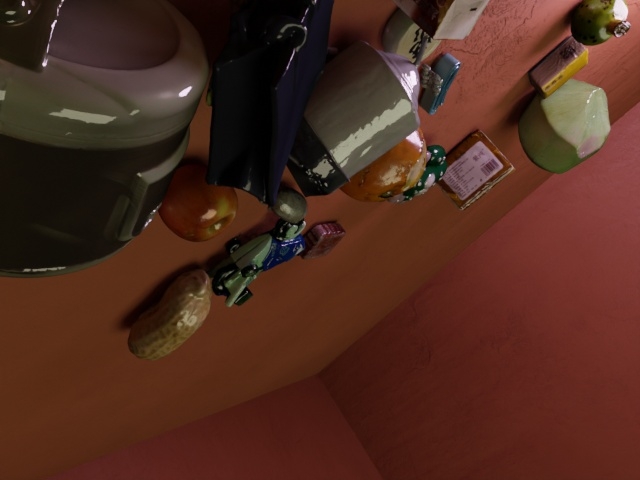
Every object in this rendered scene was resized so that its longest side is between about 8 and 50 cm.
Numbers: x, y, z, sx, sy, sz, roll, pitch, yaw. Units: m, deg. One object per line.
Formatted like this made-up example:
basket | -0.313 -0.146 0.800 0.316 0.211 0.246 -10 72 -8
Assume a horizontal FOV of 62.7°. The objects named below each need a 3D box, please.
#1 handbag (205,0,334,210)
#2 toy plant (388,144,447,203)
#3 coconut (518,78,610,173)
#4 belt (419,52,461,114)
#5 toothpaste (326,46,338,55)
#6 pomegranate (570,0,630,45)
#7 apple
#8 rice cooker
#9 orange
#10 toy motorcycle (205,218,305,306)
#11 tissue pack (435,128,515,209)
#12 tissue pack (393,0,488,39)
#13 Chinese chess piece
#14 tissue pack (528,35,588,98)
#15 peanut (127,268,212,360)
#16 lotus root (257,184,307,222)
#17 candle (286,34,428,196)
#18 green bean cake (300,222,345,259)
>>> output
handbag | -0.066 -0.247 0.739 0.329 0.122 0.303 113 -5 -65
toy plant | 0.307 -0.204 1.659 0.232 0.112 0.243 -47 162 16
coconut | 0.834 -0.399 1.781 0.328 0.281 0.328 -58 175 -8
belt | 0.286 -0.381 1.320 0.100 0.065 0.179 -37 161 -22
toothpaste | -0.004 -0.359 0.997 0.083 0.015 0.024 -12 141 -36
pomegranate | 0.762 -0.607 1.442 0.143 0.122 0.169 -53 -168 29
apple | -0.251 -0.078 1.071 0.163 0.139 0.163 -41 170 -9
rice cooker | -0.300 -0.159 0.570 0.335 0.335 0.325 -12 148 -46
orange | 0.130 -0.204 1.241 0.240 0.240 0.240 -30 159 -13
toy motorcycle | -0.165 0.044 1.487 0.331 0.125 0.196 -41 158 4
tissue pack | 0.510 -0.237 1.788 0.226 0.183 0.092 -43 162 21
tissue pack | 0.206 -0.441 0.943 0.106 0.148 0.099 -20 154 -35
Chinese chess piece | 0.196 -0.428 1.084 0.144 0.058 0.144 -30 158 -14
tissue pack | 0.742 -0.535 1.637 0.169 0.082 0.120 -42 160 18
peanut | -0.405 0.206 1.443 0.140 0.153 0.325 33 106 -31
lotus root | -0.089 -0.097 1.334 0.088 0.088 0.165 -41 145 16
candle | 0.062 -0.250 1.032 0.343 0.221 0.221 -34 159 4
green bean cake | 0.000 0.000 1.715 0.135 0.056 0.135 -10 148 -50
